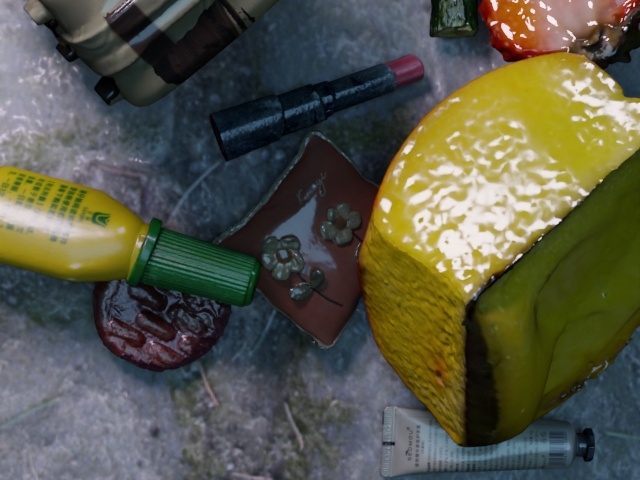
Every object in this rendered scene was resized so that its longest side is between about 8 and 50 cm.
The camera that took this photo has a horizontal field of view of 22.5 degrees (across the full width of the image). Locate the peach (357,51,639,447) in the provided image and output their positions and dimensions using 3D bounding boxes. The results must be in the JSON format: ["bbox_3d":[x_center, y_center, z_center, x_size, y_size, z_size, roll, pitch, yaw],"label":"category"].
[{"bbox_3d":[0.201,0.012,1.652,0.380,0.242,0.306,-50,141,-3],"label":"peach"}]

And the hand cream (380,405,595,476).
[{"bbox_3d":[0.183,0.224,1.771,0.234,0.050,0.080,2,94,-3],"label":"hand cream"}]

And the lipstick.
[{"bbox_3d":[-0.001,-0.150,1.714,0.234,0.053,0.053,-21,97,-7],"label":"lipstick"}]

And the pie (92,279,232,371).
[{"bbox_3d":[-0.169,0.066,1.716,0.154,0.036,0.154,0,92,-8],"label":"pie"}]

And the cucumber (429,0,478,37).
[{"bbox_3d":[0.142,-0.310,1.717,0.058,0.058,0.187,-4,95,-7],"label":"cucumber"}]

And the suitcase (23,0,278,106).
[{"bbox_3d":[-0.140,-0.312,1.537,0.339,0.351,0.194,-41,117,-2],"label":"suitcase"}]

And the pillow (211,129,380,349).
[{"bbox_3d":[0.000,0.000,1.712,0.171,0.075,0.179,40,86,-11],"label":"pillow"}]

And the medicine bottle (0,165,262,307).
[{"bbox_3d":[-0.212,0.004,1.657,0.309,0.076,0.111,15,58,2],"label":"medicine bottle"}]

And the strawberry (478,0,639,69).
[{"bbox_3d":[0.254,-0.279,1.720,0.190,0.111,0.236,-22,73,5],"label":"strawberry"}]
